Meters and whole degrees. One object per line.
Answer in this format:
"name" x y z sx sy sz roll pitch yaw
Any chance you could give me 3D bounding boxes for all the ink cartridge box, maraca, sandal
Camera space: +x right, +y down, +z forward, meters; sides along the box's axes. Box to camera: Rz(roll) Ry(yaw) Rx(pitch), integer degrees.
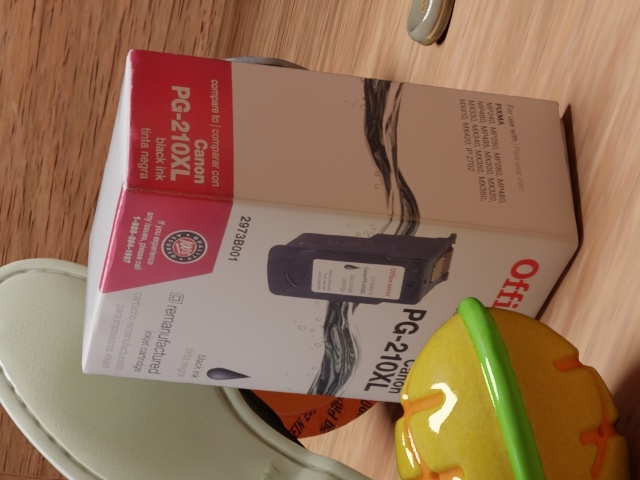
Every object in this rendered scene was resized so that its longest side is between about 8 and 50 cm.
"ink cartridge box" 0.000 0.000 0.892 0.172 0.237 0.100 111 161 -51
"maraca" 0.089 0.113 0.725 0.127 0.099 0.186 -99 -7 -67
"sandal" 0.076 -0.232 1.179 0.072 0.049 0.180 -150 69 -79

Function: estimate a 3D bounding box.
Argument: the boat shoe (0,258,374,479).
"boat shoe" -0.073 0.142 0.996 0.127 0.340 0.113 -56 -7 -30

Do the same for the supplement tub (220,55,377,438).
"supplement tub" -0.040 -0.001 1.191 0.338 0.207 0.207 -110 30 -70
